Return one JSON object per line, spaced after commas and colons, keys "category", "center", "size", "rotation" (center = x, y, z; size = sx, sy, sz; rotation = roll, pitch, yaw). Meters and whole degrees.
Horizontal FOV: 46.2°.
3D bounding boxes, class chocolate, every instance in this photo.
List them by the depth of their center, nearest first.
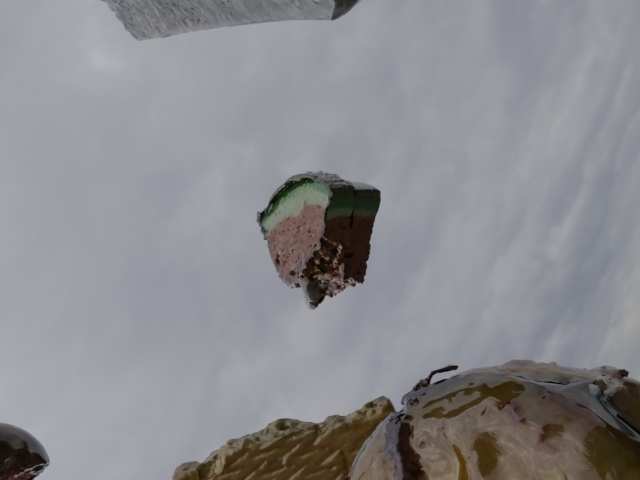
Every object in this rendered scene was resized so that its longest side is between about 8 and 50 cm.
{"category": "chocolate", "center": [-0.395, 0.278, 0.896], "size": [0.133, 0.124, 0.127], "rotation": [14, -121, -71]}

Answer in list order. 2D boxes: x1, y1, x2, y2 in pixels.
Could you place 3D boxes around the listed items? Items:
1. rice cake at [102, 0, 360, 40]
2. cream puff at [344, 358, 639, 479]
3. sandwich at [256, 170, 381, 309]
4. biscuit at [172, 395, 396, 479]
{"category": "rice cake", "center": [-0.082, -0.208, 0.617], "size": [0.070, 0.399, 0.064], "rotation": [-45, -58, -17]}
{"category": "cream puff", "center": [0.120, 0.182, 0.420], "size": [0.164, 0.240, 0.240], "rotation": [21, -85, -43]}
{"category": "sandwich", "center": [0.002, -0.013, 1.208], "size": [0.109, 0.212, 0.292], "rotation": [-3, -23, -26]}
{"category": "biscuit", "center": [-0.016, 0.232, 0.679], "size": [0.224, 0.144, 0.033], "rotation": [-24, -8, 13]}
